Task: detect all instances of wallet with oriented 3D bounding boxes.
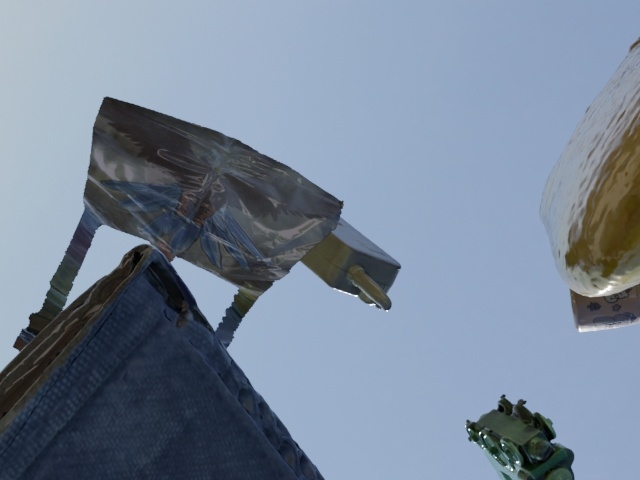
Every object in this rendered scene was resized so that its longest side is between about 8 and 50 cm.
[{"bbox_3d":[-0.047,0.204,0.650,0.075,0.342,0.237,-11,-148,44],"label":"wallet"}]

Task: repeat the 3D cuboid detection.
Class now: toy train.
[{"bbox_3d":[0.232,0.243,2.002,0.071,0.104,0.178,-33,-168,-11],"label":"toy train"}]

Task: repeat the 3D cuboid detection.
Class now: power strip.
[{"bbox_3d":[0.000,0.000,1.874,0.288,0.093,0.053,38,-77,46],"label":"power strip"}]

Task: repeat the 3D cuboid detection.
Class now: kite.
[{"bbox_3d":[-0.075,0.007,1.010,0.310,0.169,0.015,-78,-167,-59],"label":"kite"}]

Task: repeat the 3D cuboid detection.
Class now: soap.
[{"bbox_3d":[0.307,-0.089,1.531,0.306,0.115,0.427,-50,-177,8],"label":"soap"}]

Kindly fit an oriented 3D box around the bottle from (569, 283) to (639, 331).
[{"bbox_3d":[0.338,0.044,1.834,0.152,0.099,0.099,-9,-152,7],"label":"bottle"}]
